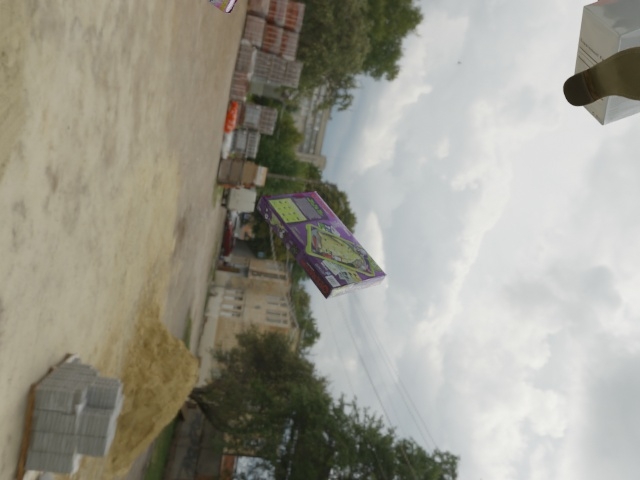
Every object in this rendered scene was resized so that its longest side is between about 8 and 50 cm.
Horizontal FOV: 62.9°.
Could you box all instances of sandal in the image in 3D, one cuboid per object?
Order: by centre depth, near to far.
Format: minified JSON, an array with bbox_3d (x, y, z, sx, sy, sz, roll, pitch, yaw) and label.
[{"bbox_3d":[0.522,-0.283,0.882,0.088,0.079,0.240,65,-10,-11],"label":"sandal"}]

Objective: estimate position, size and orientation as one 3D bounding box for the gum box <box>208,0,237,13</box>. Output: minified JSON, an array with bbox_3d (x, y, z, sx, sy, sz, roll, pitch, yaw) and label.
[{"bbox_3d":[-0.281,-0.801,1.579,0.188,0.107,0.062,-54,-175,22],"label":"gum box"}]

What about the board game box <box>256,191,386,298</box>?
[{"bbox_3d":[0.000,0.000,1.417,0.346,0.208,0.056,51,-45,29],"label":"board game box"}]

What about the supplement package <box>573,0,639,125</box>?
[{"bbox_3d":[0.829,-0.502,1.436,0.292,0.178,0.175,68,4,-49],"label":"supplement package"}]
